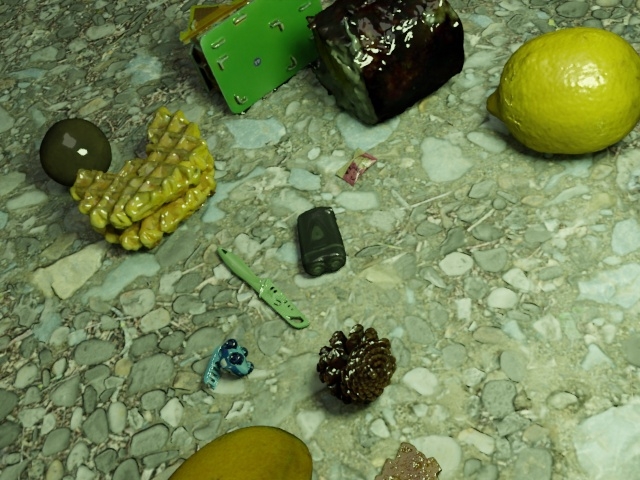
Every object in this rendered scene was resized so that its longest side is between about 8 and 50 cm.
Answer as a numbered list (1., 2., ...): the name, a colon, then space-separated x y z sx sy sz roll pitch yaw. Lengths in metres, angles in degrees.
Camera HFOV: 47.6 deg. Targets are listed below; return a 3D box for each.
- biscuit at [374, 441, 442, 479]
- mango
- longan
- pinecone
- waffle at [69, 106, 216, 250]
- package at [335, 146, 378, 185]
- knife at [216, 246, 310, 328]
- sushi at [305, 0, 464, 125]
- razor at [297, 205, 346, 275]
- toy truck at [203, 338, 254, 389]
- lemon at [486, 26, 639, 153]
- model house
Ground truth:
1. biscuit: 0.133 0.388 1.153 0.130 0.019 0.119 -28 51 -6
2. mango: -0.137 0.441 1.073 0.264 0.221 0.378 3 44 24
3. longan: -0.592 -0.212 1.745 0.167 0.167 0.187 -47 34 -20
4. pinecone: 0.057 0.210 1.245 0.121 0.140 0.140 0 48 52
5. waffle: -0.385 -0.135 1.627 0.261 0.151 0.324 36 73 30
6. package: 0.078 -0.162 1.586 0.059 0.029 0.083 36 81 27
7. knife: -0.120 0.088 1.459 0.043 0.020 0.293 -39 53 -16
8. sushi: 0.148 -0.435 1.616 0.294 0.281 0.299 -32 37 -9
9. razor: 0.000 0.000 1.467 0.090 0.054 0.148 -16 50 5
10. toy truck: -0.177 0.232 1.347 0.090 0.056 0.073 -36 46 5
11. lemon: 0.484 -0.291 1.427 0.320 0.245 0.245 0 53 28
12. model house: -0.193 -0.549 1.835 0.358 0.242 0.313 -39 50 -12
